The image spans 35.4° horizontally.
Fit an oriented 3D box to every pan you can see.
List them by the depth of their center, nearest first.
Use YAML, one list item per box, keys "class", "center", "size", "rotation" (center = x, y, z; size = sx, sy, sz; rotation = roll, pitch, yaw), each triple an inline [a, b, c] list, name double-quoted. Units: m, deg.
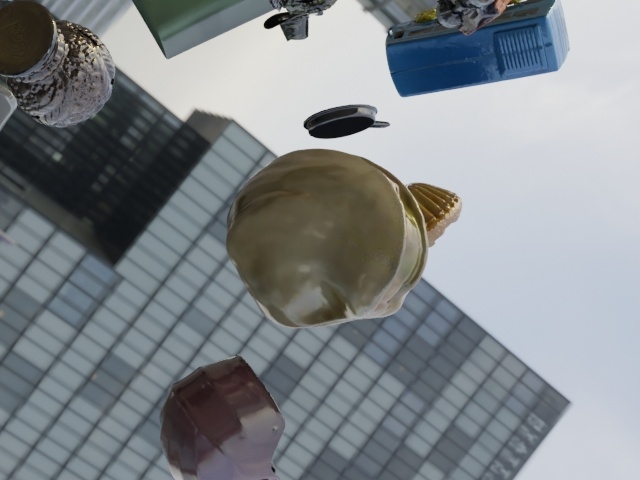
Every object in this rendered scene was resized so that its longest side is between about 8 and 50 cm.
- class: "pan"
  center: [0.065, -0.211, 1.826]
  size: [0.136, 0.235, 0.028]
  rotation: [-17, -99, 33]

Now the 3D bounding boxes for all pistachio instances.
- class: "pistachio"
  center: [0.000, 0.000, 1.977]
  size: [0.445, 0.281, 0.366]
  rotation: [20, -88, 34]

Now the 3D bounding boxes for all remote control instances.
- class: "remote control"
  center: [-0.746, -0.285, 2.260]
  size: [0.245, 0.077, 0.022]
  rotation: [-30, -157, 53]

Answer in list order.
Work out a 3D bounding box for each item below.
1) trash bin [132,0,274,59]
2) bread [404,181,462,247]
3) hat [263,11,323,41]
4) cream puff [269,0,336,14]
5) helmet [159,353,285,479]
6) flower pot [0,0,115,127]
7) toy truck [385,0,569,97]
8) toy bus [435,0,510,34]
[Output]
- class: "trash bin"
  center: [-0.215, -0.545, 2.029]
  size: [0.343, 0.223, 0.158]
  rotation: [-28, 169, -9]
- class: "bread"
  center: [0.202, -0.045, 2.340]
  size: [0.274, 0.149, 0.274]
  rotation: [-36, -175, 4]
- class: "hat"
  center: [-0.047, -0.382, 1.785]
  size: [0.121, 0.050, 0.121]
  rotation: [-12, -163, 4]
- class: "cream puff"
  center: [-0.031, -0.415, 1.528]
  size: [0.183, 0.183, 0.169]
  rotation: [-34, -137, 38]
- class: "helmet"
  center: [-0.212, 0.395, 1.973]
  size: [0.271, 0.197, 0.338]
  rotation: [47, -45, 38]
- class: "flower pot"
  center: [-0.673, -0.440, 2.439]
  size: [0.267, 0.266, 0.267]
  rotation: [-53, 159, -4]
- class: "toy truck"
  center: [0.321, -0.413, 2.116]
  size: [0.384, 0.161, 0.162]
  rotation: [-5, -150, 25]
- class: "toy bus"
  center: [0.234, -0.563, 1.913]
  size: [0.153, 0.329, 0.143]
  rotation: [-47, -171, -21]
